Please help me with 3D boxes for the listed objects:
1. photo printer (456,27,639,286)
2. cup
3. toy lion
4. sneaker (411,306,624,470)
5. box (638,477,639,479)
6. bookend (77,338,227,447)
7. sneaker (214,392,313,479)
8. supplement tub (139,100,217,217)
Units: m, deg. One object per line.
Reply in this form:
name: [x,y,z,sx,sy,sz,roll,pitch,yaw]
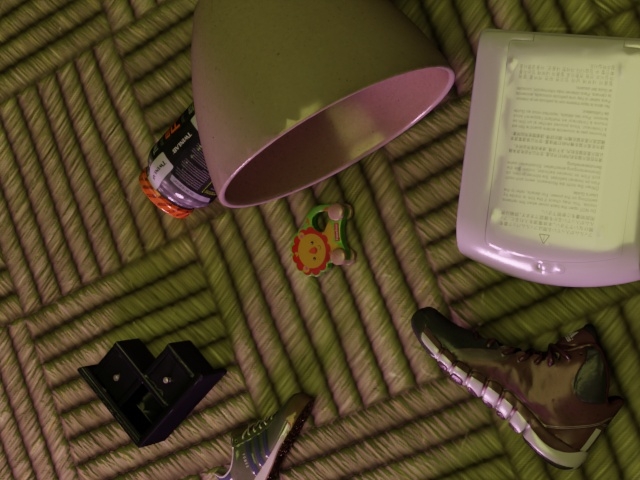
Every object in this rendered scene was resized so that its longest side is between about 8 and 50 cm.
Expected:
photo printer: [0.301,-0.098,1.435,0.256,0.107,0.307,8,94,25]
cup: [-0.031,-0.225,1.461,0.331,0.331,0.237,-32,79,22]
toy lion: [0.000,0.000,1.622,0.096,0.034,0.100,-3,89,33]
sneaker: [0.262,0.143,1.470,0.281,0.106,0.162,41,102,8]
box: [0.525,0.238,1.328,0.213,0.117,0.243,35,105,21]
bookend: [-0.249,0.193,1.715,0.157,0.072,0.156,-47,72,18]
sneaker: [-0.088,0.284,1.644,0.086,0.064,0.192,31,106,17]
supplement tub: [-0.164,-0.128,1.648,0.190,0.117,0.117,-45,73,18]
